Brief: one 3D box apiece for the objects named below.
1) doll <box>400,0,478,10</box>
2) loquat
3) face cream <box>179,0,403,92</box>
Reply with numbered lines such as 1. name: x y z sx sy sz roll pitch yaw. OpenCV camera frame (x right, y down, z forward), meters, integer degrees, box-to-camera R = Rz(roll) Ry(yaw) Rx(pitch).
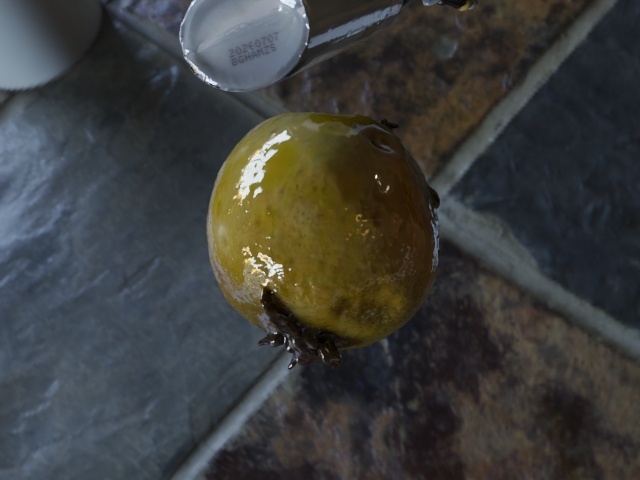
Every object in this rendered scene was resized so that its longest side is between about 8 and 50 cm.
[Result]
1. doll: 0.093 -0.325 1.194 0.316 0.145 0.103 -9 44 -28
2. loquat: 0.000 0.000 0.995 0.244 0.244 0.243 -6 62 11
3. face cream: -0.012 -0.164 0.774 0.107 0.269 0.073 -12 102 18
